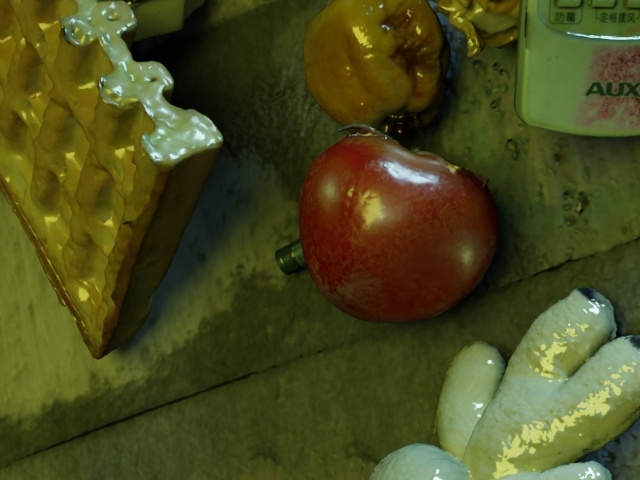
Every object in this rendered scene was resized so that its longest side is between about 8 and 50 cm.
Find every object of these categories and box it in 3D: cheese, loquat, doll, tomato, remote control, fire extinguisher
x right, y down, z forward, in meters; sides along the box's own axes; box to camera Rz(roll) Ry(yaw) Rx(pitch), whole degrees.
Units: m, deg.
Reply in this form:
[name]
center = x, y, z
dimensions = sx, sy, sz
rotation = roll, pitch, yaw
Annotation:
[cheese]
center = -0.191, -0.286, 1.474
dimensions = 0.255, 0.127, 0.050
rotation = 56, 152, 38
[loquat]
center = 0.050, -0.152, 1.293
dimensions = 0.137, 0.113, 0.137
rotation = 0, 89, 20
[doll]
center = 0.156, 0.171, 1.188
dimensions = 0.149, 0.175, 0.278
rotation = 42, 97, -10
[tomato]
center = 0.053, -0.008, 1.241
dimensions = 0.167, 0.167, 0.167
rotation = -5, 80, 30
[remote control]
center = 0.224, -0.248, 1.142
dimensions = 0.145, 0.050, 0.344
rotation = 0, 105, -4
[fire extinguisher]
center = 0.000, 0.000, 1.348
dimensions = 0.083, 0.025, 0.038
rotation = -27, 47, 25

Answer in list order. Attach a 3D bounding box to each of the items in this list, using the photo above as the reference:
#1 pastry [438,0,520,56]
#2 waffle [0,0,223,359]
[pastry]
center = 0.166, -0.268, 1.218
dimensions = 0.250, 0.154, 0.102
rotation = -54, 34, 10
[waffle]
center = -0.228, -0.104, 1.398
dimensions = 0.348, 0.077, 0.304
rotation = 58, 145, 24
